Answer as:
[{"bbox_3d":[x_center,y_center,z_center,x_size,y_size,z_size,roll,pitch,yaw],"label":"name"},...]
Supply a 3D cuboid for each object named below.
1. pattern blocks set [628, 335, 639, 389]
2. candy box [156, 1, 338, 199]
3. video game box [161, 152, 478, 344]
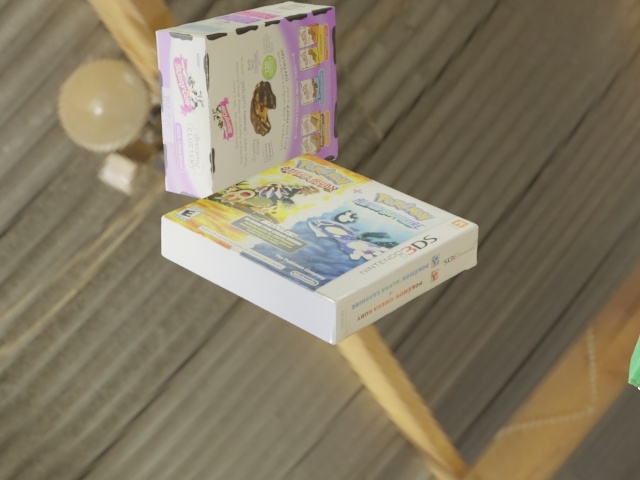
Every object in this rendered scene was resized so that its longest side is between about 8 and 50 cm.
[{"bbox_3d":[0.267,0.018,0.840,0.325,0.026,0.285,138,153,-73],"label":"pattern blocks set"},{"bbox_3d":[-0.069,-0.144,1.439,0.196,0.070,0.164,-22,-62,-47],"label":"candy box"},{"bbox_3d":[0.000,0.000,1.228,0.187,0.205,0.048,-25,-51,-43],"label":"video game box"}]
